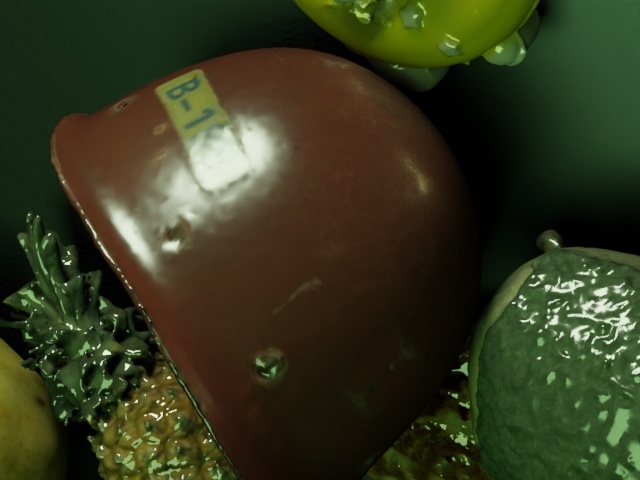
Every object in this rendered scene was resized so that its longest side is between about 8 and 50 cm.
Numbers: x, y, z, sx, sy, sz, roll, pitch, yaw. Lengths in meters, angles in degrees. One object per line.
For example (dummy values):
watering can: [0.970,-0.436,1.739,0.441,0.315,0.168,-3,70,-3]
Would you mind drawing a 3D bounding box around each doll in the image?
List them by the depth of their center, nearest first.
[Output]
doll: [0.275,0.124,1.160,0.349,0.247,0.247,26,130,40]
doll: [0.061,-0.223,1.160,0.252,0.111,0.237,52,144,-9]

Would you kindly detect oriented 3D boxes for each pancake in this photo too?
pancake: [0.087,0.129,1.381,0.257,0.056,0.212,19,132,11]

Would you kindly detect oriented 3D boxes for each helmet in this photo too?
helmet: [0.000,0.000,1.202,0.230,0.385,0.337,-36,129,7]

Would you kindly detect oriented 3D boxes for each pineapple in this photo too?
pineapple: [-0.174,0.129,1.468,0.340,0.169,0.169,49,129,-2]

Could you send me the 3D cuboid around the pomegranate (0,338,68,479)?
pomegranate: [-0.397,0.199,1.542,0.332,0.332,0.332,14,123,23]
